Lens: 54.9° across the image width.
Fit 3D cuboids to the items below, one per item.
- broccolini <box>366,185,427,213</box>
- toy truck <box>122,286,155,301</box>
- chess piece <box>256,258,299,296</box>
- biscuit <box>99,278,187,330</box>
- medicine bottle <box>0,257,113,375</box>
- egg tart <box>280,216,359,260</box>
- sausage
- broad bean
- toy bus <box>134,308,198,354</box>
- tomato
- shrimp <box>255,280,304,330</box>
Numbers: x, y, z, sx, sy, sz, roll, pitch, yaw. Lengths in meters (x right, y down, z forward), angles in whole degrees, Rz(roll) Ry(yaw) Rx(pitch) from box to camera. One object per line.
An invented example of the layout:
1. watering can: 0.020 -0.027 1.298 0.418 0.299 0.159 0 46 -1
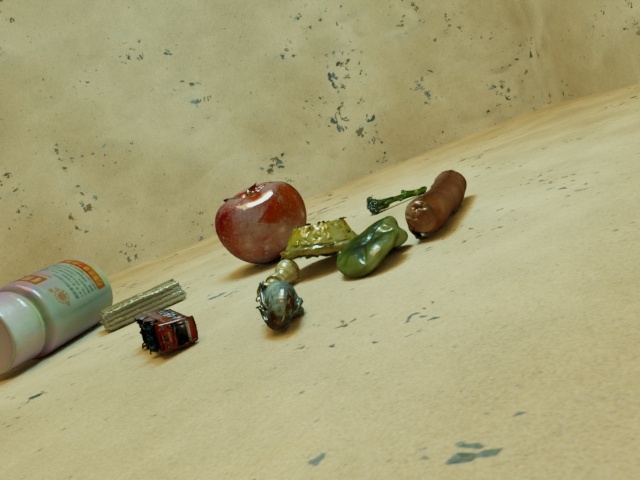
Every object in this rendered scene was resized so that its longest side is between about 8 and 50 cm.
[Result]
1. broccolini: 0.247 -0.134 2.003 0.216 0.058 0.067 -17 48 -22
2. toy truck: -0.520 0.178 1.805 0.123 0.052 0.063 -23 5 -22
3. chess piece: -0.096 0.094 1.334 0.060 0.060 0.172 -17 12 21
4. biscuit: -0.495 0.176 1.720 0.239 0.061 0.108 -24 9 -22
5. medicine bottle: -0.772 0.201 1.697 0.219 0.219 0.388 -17 10 22
6. egg tart: -0.001 -0.001 1.461 0.213 0.090 0.212 -13 -2 0
7. sausage: 0.288 -0.098 1.488 0.094 0.094 0.419 -21 8 25
8. broad bean: 0.106 0.014 1.295 0.153 0.072 0.207 -30 3 36
9. toy bus: -0.321 0.182 1.266 0.096 0.073 0.235 -17 6 -26
10. tomato: -0.167 -0.049 1.798 0.270 0.227 0.270 -23 18 8
11. shrimp: -0.074 0.110 1.133 0.090 0.079 0.233 14 3 -7
